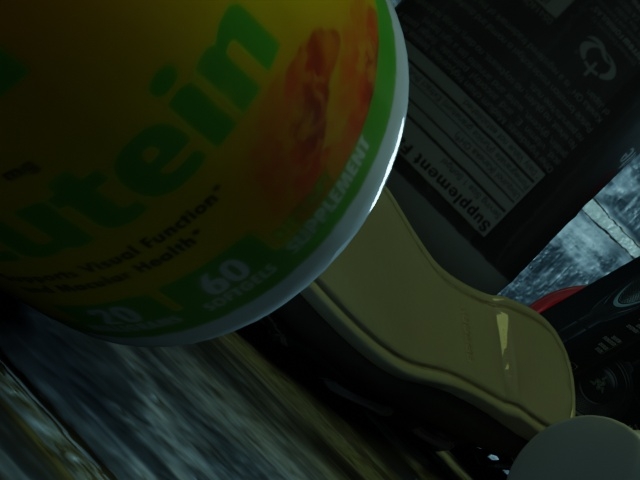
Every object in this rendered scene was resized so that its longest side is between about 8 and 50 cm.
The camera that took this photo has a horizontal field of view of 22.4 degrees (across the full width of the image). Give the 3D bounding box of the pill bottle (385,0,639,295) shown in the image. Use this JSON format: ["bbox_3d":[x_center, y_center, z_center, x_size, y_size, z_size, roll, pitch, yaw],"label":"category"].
[{"bbox_3d":[0.096,-0.073,1.022,0.176,0.318,0.176,44,4,-4],"label":"pill bottle"}]

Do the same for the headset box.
[{"bbox_3d":[0.240,0.098,1.145,0.131,0.283,0.246,60,3,-5],"label":"headset box"}]

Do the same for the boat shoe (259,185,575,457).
[{"bbox_3d":[0.025,0.046,0.860,0.335,0.095,0.112,36,44,-47],"label":"boat shoe"}]

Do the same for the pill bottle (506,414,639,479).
[{"bbox_3d":[0.170,0.161,0.829,0.193,0.108,0.108,41,4,-47],"label":"pill bottle"}]

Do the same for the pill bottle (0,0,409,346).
[{"bbox_3d":[-0.087,-0.075,0.366,0.136,0.136,0.245,46,4,35],"label":"pill bottle"}]

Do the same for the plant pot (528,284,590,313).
[{"bbox_3d":[0.292,0.164,1.711,0.191,0.191,0.174,46,-3,31],"label":"plant pot"}]
